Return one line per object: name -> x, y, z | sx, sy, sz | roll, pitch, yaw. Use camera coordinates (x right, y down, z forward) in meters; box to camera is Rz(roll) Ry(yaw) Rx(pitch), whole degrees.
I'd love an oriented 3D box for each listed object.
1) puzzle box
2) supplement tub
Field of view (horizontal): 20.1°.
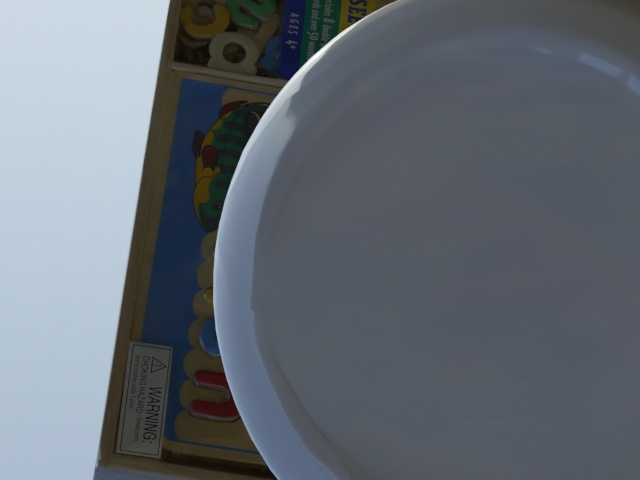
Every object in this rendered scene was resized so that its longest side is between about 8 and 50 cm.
puzzle box -> 0.000, 0.000, 1.296 | 0.272, 0.052, 0.409 | 9, -116, -8
supplement tub -> 0.092, 0.019, 0.651 | 0.191, 0.191, 0.272 | 41, -171, 16
